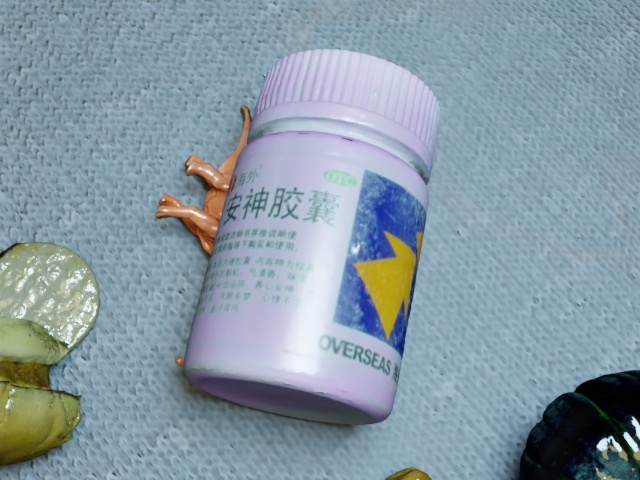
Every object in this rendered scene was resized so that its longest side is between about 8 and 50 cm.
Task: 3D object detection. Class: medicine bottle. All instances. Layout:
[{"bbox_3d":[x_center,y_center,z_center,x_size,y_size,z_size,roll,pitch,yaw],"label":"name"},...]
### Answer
[{"bbox_3d":[0.000,0.000,0.721,0.178,0.178,0.290,14,71,-2],"label":"medicine bottle"}]

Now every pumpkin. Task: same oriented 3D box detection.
[{"bbox_3d":[0.263,0.204,0.697,0.194,0.150,0.194,3,71,-9],"label":"pumpkin"}]

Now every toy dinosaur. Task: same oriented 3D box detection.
[{"bbox_3d":[-0.105,-0.017,0.779,0.102,0.055,0.279,23,69,-10],"label":"toy dinosaur"}]

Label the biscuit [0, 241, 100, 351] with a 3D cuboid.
[{"bbox_3d":[-0.262,0.056,0.757,0.120,0.015,0.120,2,71,-6],"label":"biscuit"}]

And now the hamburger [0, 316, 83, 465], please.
[{"bbox_3d":[-0.332,0.124,0.667,0.262,0.131,0.124,-3,76,-3],"label":"hamburger"}]

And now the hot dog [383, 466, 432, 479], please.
[{"bbox_3d":[0.040,0.257,0.708,0.165,0.045,0.071,-31,76,-16],"label":"hot dog"}]
